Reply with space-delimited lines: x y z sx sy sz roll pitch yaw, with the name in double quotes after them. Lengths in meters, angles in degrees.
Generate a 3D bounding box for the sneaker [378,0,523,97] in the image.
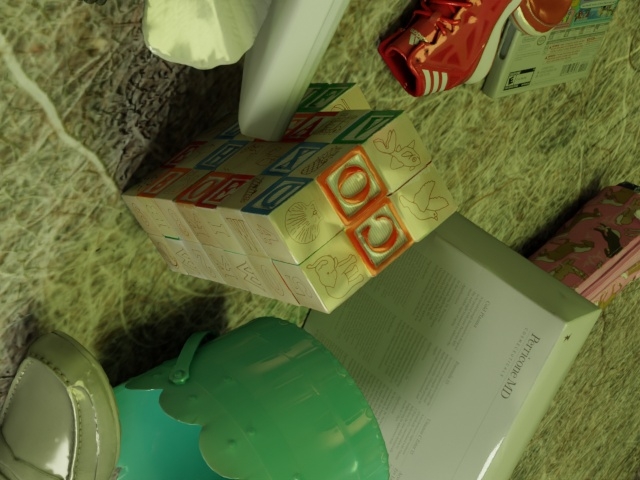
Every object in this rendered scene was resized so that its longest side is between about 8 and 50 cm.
0.132 -0.231 1.127 0.128 0.087 0.221 -30 142 -35 "sneaker"

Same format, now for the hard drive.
0.003 -0.230 0.766 0.040 0.203 0.307 11 152 -12 "hard drive"

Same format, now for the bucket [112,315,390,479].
-0.078 0.220 1.143 0.183 0.281 0.281 -29 143 -33 "bucket"

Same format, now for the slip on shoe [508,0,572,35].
0.280 -0.361 1.159 0.123 0.101 0.331 0 120 -44 "slip on shoe"

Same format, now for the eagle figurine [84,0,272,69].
-0.106 -0.245 0.656 0.225 0.298 0.226 8 81 -15 "eagle figurine"

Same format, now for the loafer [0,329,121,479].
-0.258 0.218 1.042 0.111 0.112 0.319 -33 146 -44 "loafer"

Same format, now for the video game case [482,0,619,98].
0.293 -0.272 1.364 0.212 0.023 0.193 -18 136 -43 "video game case"

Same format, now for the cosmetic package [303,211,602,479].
0.110 0.160 1.312 0.097 0.284 0.377 -10 130 -49 "cosmetic package"

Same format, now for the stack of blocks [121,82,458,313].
-0.023 -0.045 0.907 0.171 0.297 0.087 -39 112 -20 "stack of blocks"

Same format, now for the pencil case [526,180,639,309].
0.363 0.070 1.689 0.386 0.160 0.167 -36 147 -25 "pencil case"
